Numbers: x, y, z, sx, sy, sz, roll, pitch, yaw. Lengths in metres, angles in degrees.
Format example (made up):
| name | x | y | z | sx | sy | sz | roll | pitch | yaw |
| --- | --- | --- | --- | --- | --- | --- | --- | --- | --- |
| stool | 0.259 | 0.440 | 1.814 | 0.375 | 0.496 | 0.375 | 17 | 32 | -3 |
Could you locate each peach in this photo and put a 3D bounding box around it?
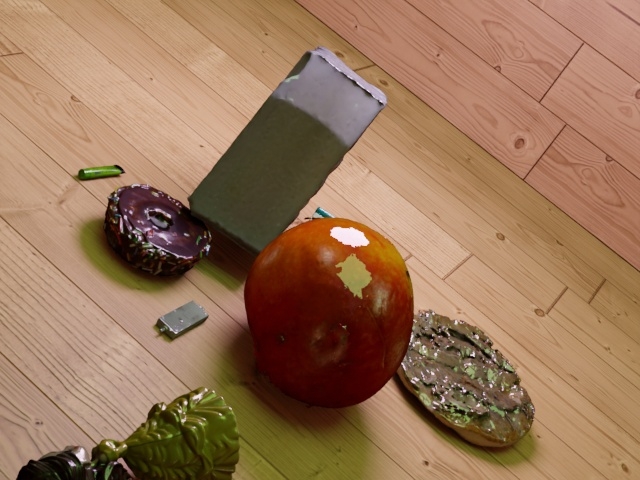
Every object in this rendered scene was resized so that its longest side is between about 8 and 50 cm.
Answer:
| name | x | y | z | sx | sy | sz | roll | pitch | yaw |
| --- | --- | --- | --- | --- | --- | --- | --- | --- | --- |
| peach | 0.011 | 0.139 | 1.956 | 0.370 | 0.370 | 0.370 | 25 | 30 | -16 |

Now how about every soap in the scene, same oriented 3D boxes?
| name | x | y | z | sx | sy | sz | roll | pitch | yaw |
| --- | --- | --- | --- | --- | --- | --- | --- | --- | --- |
| soap | -0.064 | -0.200 | 2.227 | 0.213 | 0.435 | 0.350 | 38 | 10 | -2 |

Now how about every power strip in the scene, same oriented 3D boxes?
| name | x | y | z | sx | sy | sz | roll | pitch | yaw |
| --- | --- | --- | --- | --- | --- | --- | --- | --- | --- |
| power strip | -0.269 | 0.153 | 1.957 | 0.051 | 0.019 | 0.136 | 42 | 29 | 11 |

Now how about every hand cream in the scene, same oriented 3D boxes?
| name | x | y | z | sx | sy | sz | roll | pitch | yaw |
| --- | --- | --- | --- | --- | --- | --- | --- | --- | --- |
| hand cream | -0.474 | -0.150 | 2.206 | 0.036 | 0.023 | 0.122 | 34 | 25 | 23 |

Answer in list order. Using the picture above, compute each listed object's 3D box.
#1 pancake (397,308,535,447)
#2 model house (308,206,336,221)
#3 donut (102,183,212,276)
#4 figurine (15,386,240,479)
| name | x | y | z | sx | sy | sz | roll | pitch | yaw |
| --- | --- | --- | --- | --- | --- | --- | --- | --- | --- |
| pancake | 0.307 | 0.297 | 2.279 | 0.382 | 0.071 | 0.382 | 24 | 30 | -15 |
| model house | 0.000 | 0.000 | 2.358 | 0.100 | 0.127 | 0.149 | 33 | 32 | -3 |
| donut | -0.339 | -0.015 | 2.071 | 0.235 | 0.089 | 0.235 | 26 | 29 | -16 |
| figurine | -0.300 | 0.330 | 1.521 | 0.315 | 0.168 | 0.187 | -7 | 5 | -40 |
